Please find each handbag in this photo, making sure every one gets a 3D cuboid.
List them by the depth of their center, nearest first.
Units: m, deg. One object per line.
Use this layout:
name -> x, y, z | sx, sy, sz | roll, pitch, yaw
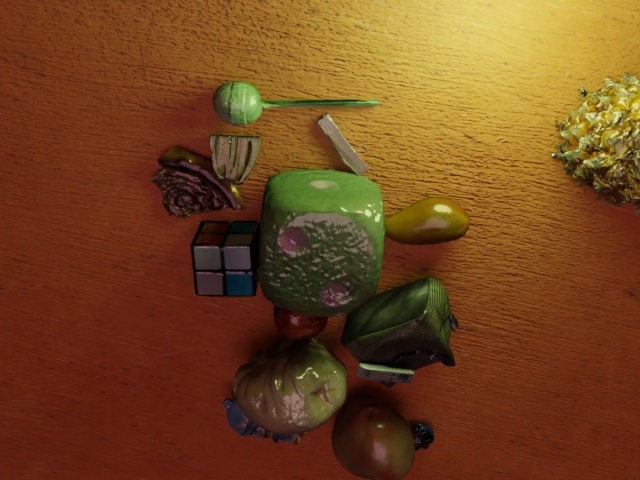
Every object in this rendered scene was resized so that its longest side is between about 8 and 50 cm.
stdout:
handbag -> 0.254, 0.280, 1.666 | 0.340, 0.247, 0.240 | -26, 112, 27

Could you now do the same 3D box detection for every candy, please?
candy -> -0.062, -0.362, 1.455 | 0.439, 0.119, 0.119 | -1, 115, -7

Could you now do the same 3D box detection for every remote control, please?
remote control -> 0.189, 0.387, 1.606 | 0.162, 0.029, 0.061 | 7, 139, -3

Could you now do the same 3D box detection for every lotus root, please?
lotus root -> -0.242, -0.230, 1.522 | 0.142, 0.070, 0.144 | 10, 106, -9

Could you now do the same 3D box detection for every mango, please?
mango -> 0.303, -0.055, 1.587 | 0.253, 0.113, 0.139 | -6, 119, 11

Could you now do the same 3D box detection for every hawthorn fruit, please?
hawthorn fruit -> -0.046, 0.223, 1.685 | 0.200, 0.179, 0.179 | 9, 115, -15

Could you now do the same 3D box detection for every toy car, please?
toy car -> 0.306, 0.722, 1.979 | 0.216, 0.063, 0.103 | -28, 112, 9

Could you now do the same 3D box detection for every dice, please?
dice -> 0.000, 0.000, 1.496 | 0.318, 0.322, 0.331 | 4, 114, -2

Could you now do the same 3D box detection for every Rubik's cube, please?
Rubik's cube -> -0.269, 0.050, 1.595 | 0.180, 0.183, 0.167 | 0, 117, -3

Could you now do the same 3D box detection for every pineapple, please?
pineapple -> 0.796, -0.243, 1.404 | 0.352, 0.300, 0.353 | 2, 114, 6

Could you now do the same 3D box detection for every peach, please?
peach -> 0.173, 0.665, 1.836 | 0.247, 0.292, 0.292 | -40, 116, -28

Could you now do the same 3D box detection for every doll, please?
doll -> -0.194, 0.610, 1.883 | 0.314, 0.141, 0.177 | 27, 109, -16

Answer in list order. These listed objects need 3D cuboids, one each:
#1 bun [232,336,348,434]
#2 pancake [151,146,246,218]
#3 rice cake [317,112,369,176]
bun -> -0.095, 0.421, 1.689 | 0.359, 0.360, 0.211 | -13, 112, 6
pancake -> -0.355, -0.166, 1.561 | 0.257, 0.056, 0.213 | -8, 115, 3
rice cake -> 0.064, -0.264, 1.528 | 0.047, 0.036, 0.207 | -32, 111, 17
